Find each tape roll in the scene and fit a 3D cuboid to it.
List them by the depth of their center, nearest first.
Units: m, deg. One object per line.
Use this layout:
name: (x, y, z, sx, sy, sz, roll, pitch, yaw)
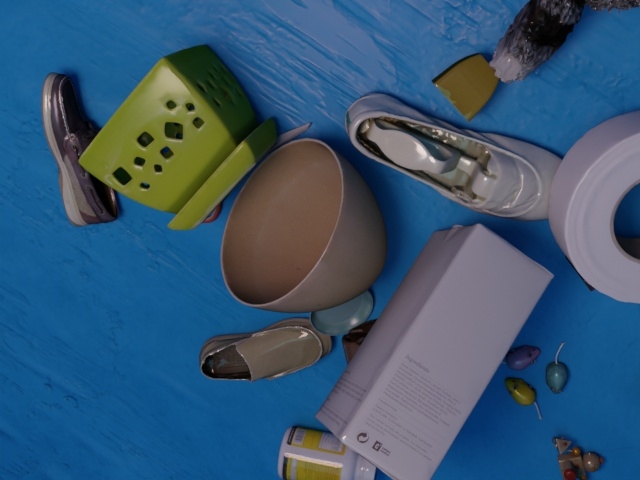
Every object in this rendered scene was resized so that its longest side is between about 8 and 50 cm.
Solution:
tape roll: (0.496, -0.051, 1.268, 0.286, 0.100, 0.286, 0, 113, -1)

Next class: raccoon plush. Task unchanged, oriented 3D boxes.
raccoon plush: (0.482, -0.364, 1.171, 0.299, 0.216, 0.446, 26, 138, -10)

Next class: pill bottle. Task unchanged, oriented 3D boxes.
pill bottle: (0.017, 0.421, 1.603, 0.184, 0.103, 0.103, 9, 113, 10)

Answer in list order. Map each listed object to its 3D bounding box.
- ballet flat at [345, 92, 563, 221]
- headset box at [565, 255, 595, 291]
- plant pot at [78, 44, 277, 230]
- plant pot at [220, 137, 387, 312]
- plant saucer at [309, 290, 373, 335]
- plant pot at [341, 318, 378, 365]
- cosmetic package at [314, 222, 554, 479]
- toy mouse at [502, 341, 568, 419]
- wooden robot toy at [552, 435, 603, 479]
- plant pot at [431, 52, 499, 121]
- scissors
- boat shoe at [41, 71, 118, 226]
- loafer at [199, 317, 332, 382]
ballet flat: (0.219, -0.116, 1.326, 0.400, 0.139, 0.139, 23, 115, 3)
headset box: (0.454, 0.039, 1.385, 0.062, 0.032, 0.083, -36, 101, 23)
plant pot: (-0.210, -0.158, 1.353, 0.207, 0.228, 0.227, 42, 110, -6)
plant pot: (0.000, 0.000, 1.375, 0.191, 0.284, 0.284, 25, 121, -38)
plant saucer: (0.035, 0.119, 1.499, 0.119, 0.021, 0.119, -11, 130, -14)
plant pot: (0.121, 0.230, 1.479, 0.167, 0.167, 0.165, -14, 100, 18)
cosmetic package: (0.169, 0.170, 1.311, 0.156, 0.217, 0.385, 36, 83, -8)
toy mouse: (0.382, 0.232, 1.480, 0.161, 0.031, 0.143, 41, 115, -4)
wooden robot toy: (0.476, 0.417, 1.515, 0.079, 0.076, 0.173, -16, 107, 8)
plant pot: (0.231, -0.245, 1.302, 0.083, 0.081, 0.081, -42, 97, 12)
scissors: (-0.152, -0.141, 1.463, 0.297, 0.021, 0.109, -41, 96, 25)
boat shoe: (-0.417, -0.158, 1.481, 0.092, 0.103, 0.285, -1, 115, 8)
loafer: (-0.107, 0.216, 1.556, 0.268, 0.092, 0.102, -14, 107, 18)
